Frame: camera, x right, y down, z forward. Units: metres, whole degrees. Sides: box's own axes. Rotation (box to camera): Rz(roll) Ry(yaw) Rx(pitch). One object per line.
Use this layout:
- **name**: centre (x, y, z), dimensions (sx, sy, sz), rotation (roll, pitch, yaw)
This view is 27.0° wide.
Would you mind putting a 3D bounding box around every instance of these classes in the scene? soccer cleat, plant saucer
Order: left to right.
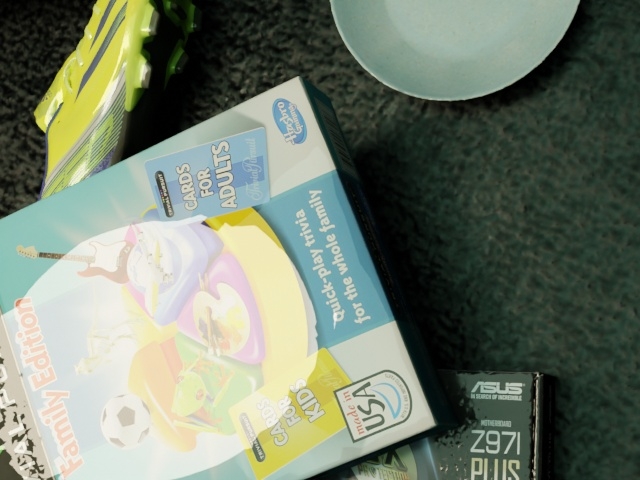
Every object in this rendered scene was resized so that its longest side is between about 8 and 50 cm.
- **soccer cleat**: centre (-0.173, -0.126, 1.058), dimensions (0.121, 0.093, 0.289), rotation (11, 87, 20)
- **plant saucer**: centre (0.104, -0.197, 1.008), dimensions (0.194, 0.037, 0.195), rotation (-2, 83, 18)

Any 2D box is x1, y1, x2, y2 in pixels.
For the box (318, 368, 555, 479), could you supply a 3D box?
- **box**: centre (0.074, 0.165, 0.954), dimensions (0.180, 0.077, 0.148), rotation (1, 83, 18)

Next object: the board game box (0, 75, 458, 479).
- **board game box**: centre (-0.108, 0.074, 0.937), dimensions (0.336, 0.079, 0.254), rotation (-24, 76, 12)
